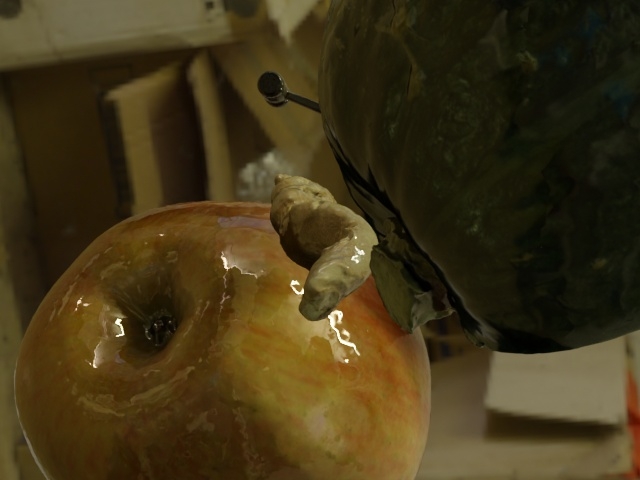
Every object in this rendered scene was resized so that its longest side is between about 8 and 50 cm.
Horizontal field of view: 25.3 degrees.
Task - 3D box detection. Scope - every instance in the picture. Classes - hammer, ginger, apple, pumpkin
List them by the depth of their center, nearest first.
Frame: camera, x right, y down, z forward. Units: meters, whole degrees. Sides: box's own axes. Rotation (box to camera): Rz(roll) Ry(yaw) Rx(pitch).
[{"bbox_3d":[0.113,-0.096,0.659,0.197,0.263,0.293,63,-13,-16],"label":"pumpkin"},{"bbox_3d":[0.000,0.000,1.109,0.089,0.075,0.288,55,1,-16],"label":"ginger"},{"bbox_3d":[-0.095,0.140,1.384,0.346,0.391,0.391,52,35,-58],"label":"apple"},{"bbox_3d":[0.071,-0.105,1.457,0.058,0.292,0.029,39,75,-81],"label":"hammer"}]
